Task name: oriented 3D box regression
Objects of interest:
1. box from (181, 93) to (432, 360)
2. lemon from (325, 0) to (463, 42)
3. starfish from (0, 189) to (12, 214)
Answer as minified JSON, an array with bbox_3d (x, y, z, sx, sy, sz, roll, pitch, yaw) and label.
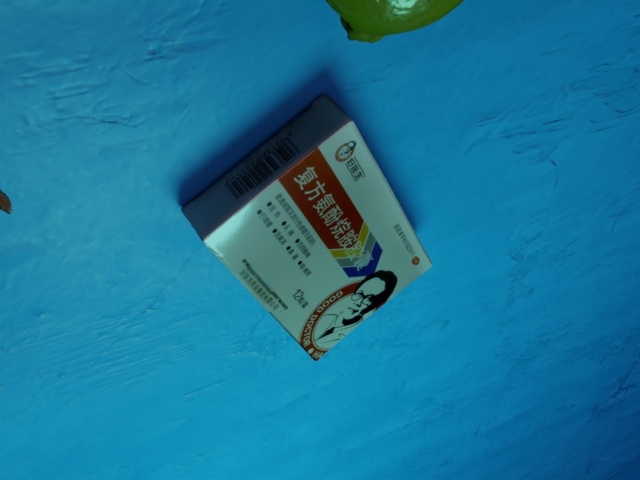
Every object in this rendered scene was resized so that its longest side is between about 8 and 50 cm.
[{"bbox_3d":[0.000,0.000,1.190,0.214,0.069,0.353,-39,145,-2],"label":"box"},{"bbox_3d":[0.073,-0.286,0.864,0.184,0.184,0.248,-16,137,-29],"label":"lemon"},{"bbox_3d":[-0.392,-0.017,0.831,0.216,0.071,0.238,-7,143,-44],"label":"starfish"}]
